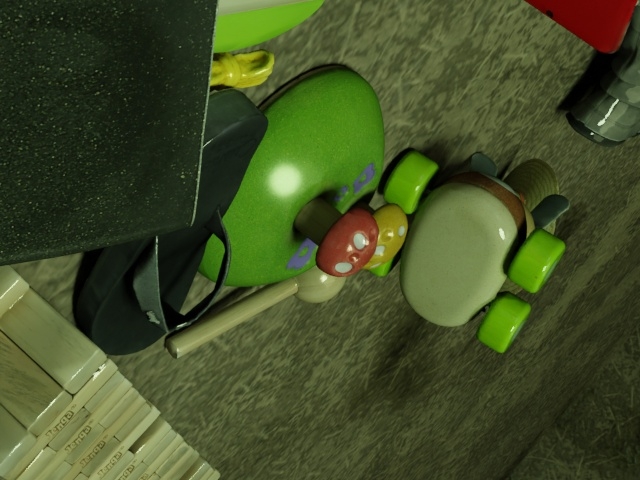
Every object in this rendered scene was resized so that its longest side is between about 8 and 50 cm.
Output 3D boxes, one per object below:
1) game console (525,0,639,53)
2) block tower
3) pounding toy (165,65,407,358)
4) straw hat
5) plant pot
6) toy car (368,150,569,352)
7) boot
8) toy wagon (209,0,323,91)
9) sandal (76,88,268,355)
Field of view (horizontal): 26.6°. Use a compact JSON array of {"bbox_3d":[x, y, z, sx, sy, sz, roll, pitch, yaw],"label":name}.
[{"bbox_3d":[0.178,-0.223,0.919,0.124,0.144,0.085,-50,160,-3],"label":"game console"},{"bbox_3d":[-0.157,0.122,0.881,0.091,0.097,0.335,-48,158,-11],"label":"block tower"},{"bbox_3d":[0.000,0.000,0.975,0.183,0.110,0.237,-32,152,-40],"label":"pounding toy"},{"bbox_3d":[0.173,-0.020,1.355,0.061,0.144,0.144,14,120,-25],"label":"straw hat"},{"bbox_3d":[-0.152,-0.094,0.431,0.167,0.187,0.188,-24,149,-26],"label":"plant pot"},{"bbox_3d":[0.152,-0.020,1.214,0.188,0.155,0.149,-42,160,-47],"label":"toy car"},{"bbox_3d":[0.318,-0.184,1.329,0.338,0.118,0.223,-6,137,-56],"label":"boot"},{"bbox_3d":[0.004,-0.170,0.646,0.267,0.068,0.344,-15,168,-32],"label":"toy wagon"},{"bbox_3d":[-0.091,0.010,0.843,0.097,0.054,0.254,-34,164,-33],"label":"sandal"}]
